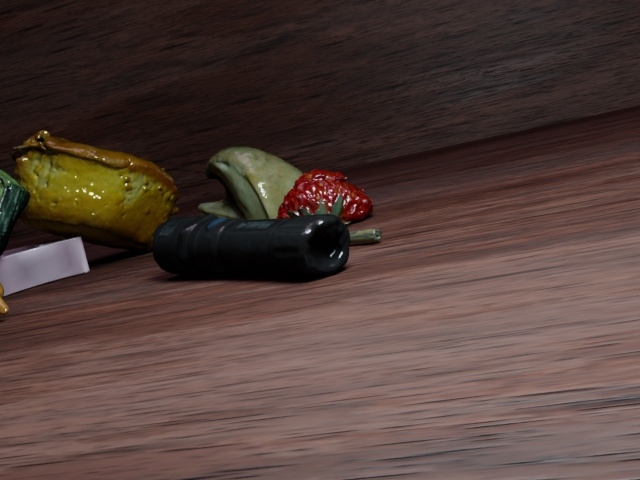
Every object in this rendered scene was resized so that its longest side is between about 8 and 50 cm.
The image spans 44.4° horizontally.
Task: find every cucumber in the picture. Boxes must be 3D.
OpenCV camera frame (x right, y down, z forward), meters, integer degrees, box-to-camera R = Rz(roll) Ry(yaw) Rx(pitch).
[{"bbox_3d":[-0.626,-0.056,1.535,0.115,0.193,0.086,-5,-30,35],"label":"cucumber"}]

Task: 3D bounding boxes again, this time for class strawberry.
[{"bbox_3d":[0.003,-0.085,1.524,0.190,0.111,0.236,-14,7,7],"label":"strawberry"}]

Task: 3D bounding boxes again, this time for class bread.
[{"bbox_3d":[-0.498,-0.095,1.717,0.337,0.204,0.358,0,-16,30],"label":"bread"}]

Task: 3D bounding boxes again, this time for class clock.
[{"bbox_3d":[-0.626,0.064,1.606,0.290,0.080,0.275,-14,8,-2],"label":"clock"}]

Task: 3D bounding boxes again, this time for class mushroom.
[{"bbox_3d":[-0.124,-0.125,1.745,0.217,0.212,0.292,-28,9,-34],"label":"mushroom"}]

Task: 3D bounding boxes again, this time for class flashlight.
[{"bbox_3d":[-0.116,0.006,1.139,0.103,0.103,0.424,-19,11,-36],"label":"flashlight"}]

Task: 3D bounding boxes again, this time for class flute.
[{"bbox_3d":[0.000,0.000,1.230,0.233,0.027,0.027,-6,10,41],"label":"flute"}]

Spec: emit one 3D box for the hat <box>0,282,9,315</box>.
[{"bbox_3d":[-0.582,0.080,1.286,0.233,0.244,0.233,22,55,29],"label":"hat"}]
